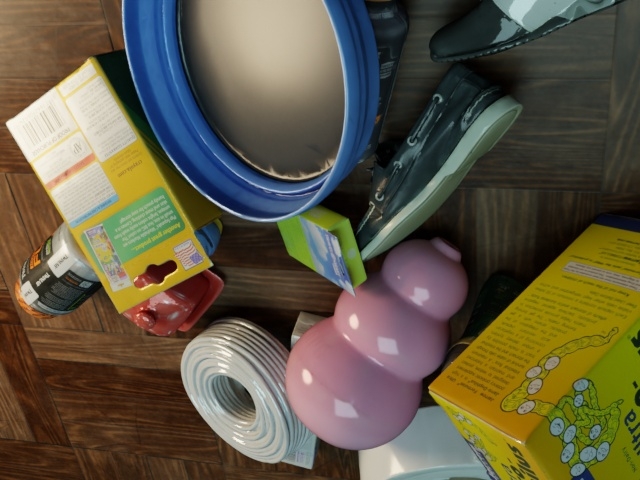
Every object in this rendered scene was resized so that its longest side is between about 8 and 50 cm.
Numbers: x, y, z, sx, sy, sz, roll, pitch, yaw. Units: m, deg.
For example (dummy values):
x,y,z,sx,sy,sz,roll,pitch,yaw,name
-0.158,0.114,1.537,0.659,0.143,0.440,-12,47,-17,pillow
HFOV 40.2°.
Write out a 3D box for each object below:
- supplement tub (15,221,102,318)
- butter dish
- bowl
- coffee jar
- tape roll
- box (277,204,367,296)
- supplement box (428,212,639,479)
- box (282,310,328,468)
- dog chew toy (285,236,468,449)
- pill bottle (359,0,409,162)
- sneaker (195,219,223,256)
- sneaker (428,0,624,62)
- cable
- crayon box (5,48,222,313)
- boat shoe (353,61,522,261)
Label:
x,y,z,sx,sy,sz,roll,pitch,yaw,name
-0.410,0.046,1.421,0.117,0.117,0.190,43,125,-16,supplement tub
-0.265,0.096,1.414,0.160,0.118,0.160,35,128,-10,butter dish
-0.090,-0.216,1.052,0.391,0.077,0.391,24,127,36,bowl
0.246,0.141,1.246,0.096,0.184,0.079,34,143,5,coffee jar
0.203,0.360,1.414,0.286,0.100,0.286,-2,148,-1,tape roll
0.000,0.000,1.247,0.178,0.042,0.109,30,146,51,box
0.352,0.160,1.109,0.194,0.356,0.195,54,165,-24,supplement box
-0.023,0.265,1.504,0.067,0.063,0.324,12,128,8,box
0.093,0.140,1.275,0.206,0.206,0.332,32,102,-8,dog chew toy
0.033,-0.226,1.078,0.130,0.130,0.245,16,128,4,pill bottle
-0.252,-0.037,1.336,0.209,0.082,0.069,28,131,-3,sneaker
0.256,-0.307,0.976,0.330,0.122,0.146,-20,100,29,sneaker
-0.122,0.253,1.457,0.257,0.089,0.257,53,139,0,cable
-0.284,-0.080,1.254,0.203,0.083,0.323,-26,96,31,crayon box
0.122,-0.100,1.162,0.113,0.127,0.340,50,139,12,boat shoe
